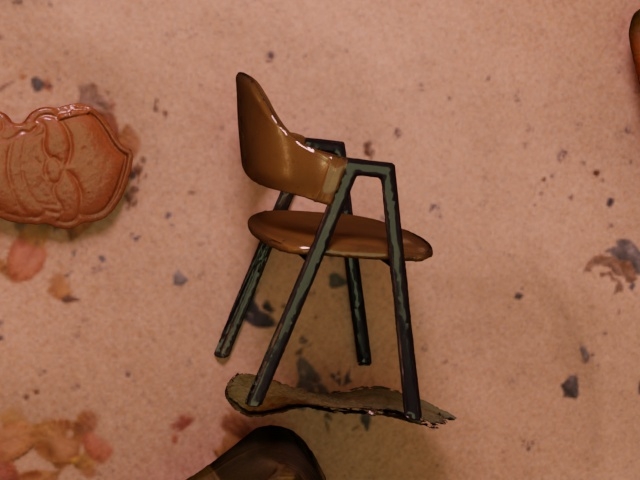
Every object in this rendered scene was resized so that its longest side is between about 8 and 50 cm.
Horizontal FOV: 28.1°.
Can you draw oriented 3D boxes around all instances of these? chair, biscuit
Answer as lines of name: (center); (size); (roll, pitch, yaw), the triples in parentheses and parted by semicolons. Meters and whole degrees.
chair: (0.000, 0.000, 1.028); (0.172, 0.159, 0.246); (7, 99, -14)
biscuit: (-0.217, -0.060, 1.029); (0.131, 0.019, 0.102); (-1, 101, -16)

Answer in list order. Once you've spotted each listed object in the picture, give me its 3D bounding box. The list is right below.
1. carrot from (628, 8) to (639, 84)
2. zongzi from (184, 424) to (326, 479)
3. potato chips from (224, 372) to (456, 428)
carrot: (0.331, -0.123, 1.137); (0.087, 0.087, 0.193); (-21, 104, -11)
zongzi: (-0.073, 0.349, 1.084); (0.289, 0.154, 0.317); (-32, 112, 0)
potato chips: (0.024, 0.138, 1.073); (0.209, 0.142, 0.026); (8, 91, -41)
